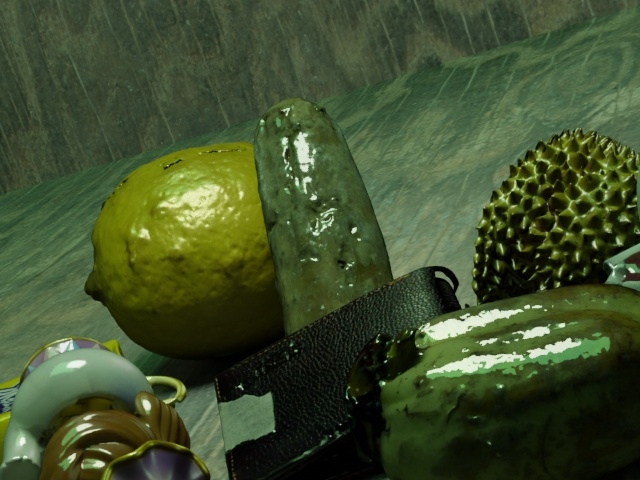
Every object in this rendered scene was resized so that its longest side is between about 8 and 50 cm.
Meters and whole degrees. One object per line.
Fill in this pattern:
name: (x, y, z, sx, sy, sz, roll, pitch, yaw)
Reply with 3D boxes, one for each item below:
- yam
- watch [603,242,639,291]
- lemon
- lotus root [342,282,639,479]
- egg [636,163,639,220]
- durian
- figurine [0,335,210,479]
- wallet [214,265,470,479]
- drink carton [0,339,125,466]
yam: (0.000, 0.000, 1.708, 0.133, 0.330, 0.133, -13, -22, -5)
watch: (0.373, 0.031, 1.378, 0.253, 0.162, 0.241, -22, 1, -18)
lemon: (-0.123, 0.013, 1.872, 0.284, 0.260, 0.260, -33, 12, 7)
lotus root: (0.177, 0.116, 1.265, 0.309, 0.173, 0.173, -15, 14, 10)
egg: (0.342, -0.004, 1.130, 0.203, 0.203, 0.282, -25, 46, -22)
durian: (0.243, 0.019, 1.533, 0.138, 0.193, 0.237, 37, 98, 40)
figurine: (-0.196, 0.190, 1.450, 0.189, 0.142, 0.263, -25, 31, -9)
wallet: (0.026, 0.131, 1.487, 0.262, 0.071, 0.221, -26, 29, 5)
drink carton: (-0.346, 0.223, 1.648, 0.351, 0.111, 0.154, -22, 14, -9)
